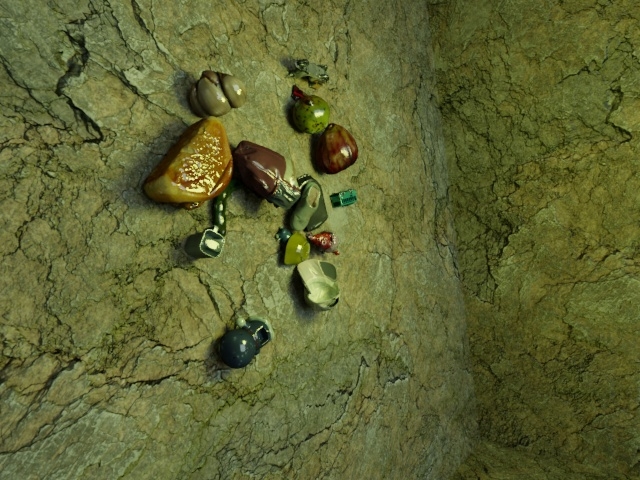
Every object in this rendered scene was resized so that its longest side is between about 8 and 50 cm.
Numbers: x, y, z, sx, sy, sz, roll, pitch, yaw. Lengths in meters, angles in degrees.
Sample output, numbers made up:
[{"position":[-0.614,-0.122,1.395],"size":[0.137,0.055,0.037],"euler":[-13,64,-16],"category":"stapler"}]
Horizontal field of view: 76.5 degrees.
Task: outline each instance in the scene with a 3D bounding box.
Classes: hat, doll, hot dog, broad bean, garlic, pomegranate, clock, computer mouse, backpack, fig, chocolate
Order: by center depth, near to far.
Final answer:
[{"position":[-0.467,-0.273,1.550],"size":[0.223,0.185,0.405],"euler":[45,54,-32],"category":"hot dog"},{"position":[-0.418,-0.577,1.636],"size":[0.191,0.214,0.160],"euler":[47,62,-46],"category":"garlic"},{"position":[-0.310,0.412,1.663],"size":[0.243,0.146,0.200],"euler":[-34,114,-53],"category":"clock"},{"position":[-0.388,-0.159,1.723],"size":[0.144,0.049,0.292],"euler":[50,50,-36],"category":"broad bean"},{"position":[-0.249,-0.295,1.772],"size":[0.317,0.197,0.283],"euler":[27,25,-33],"category":"backpack"},{"position":[-0.172,-0.018,1.944],"size":[0.083,0.050,0.076],"euler":[50,55,-33],"category":"doll"},{"position":[-0.021,0.221,2.012],"size":[0.232,0.161,0.275],"euler":[-22,77,-45],"category":"hat"},{"position":[-0.002,0.004,2.049],"size":[0.227,0.128,0.140],"euler":[12,66,-54],"category":"hat"},{"position":[-0.066,-0.192,2.055],"size":[0.168,0.087,0.296],"euler":[-35,123,-27],"category":"computer mouse"},{"position":[-0.035,-0.643,2.088],"size":[0.246,0.198,0.199],"euler":[-9,91,-61],"category":"pomegranate"},{"position":[0.086,-0.479,2.153],"size":[0.223,0.223,0.263],"euler":[9,89,-47],"category":"fig"},{"position":[-0.080,-0.752,2.166],"size":[0.182,0.028,0.086],"euler":[25,63,-41],"category":"chocolate"}]

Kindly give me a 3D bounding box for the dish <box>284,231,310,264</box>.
[{"position":[-0.099,0.044,1.956],"size":[0.149,0.080,0.208],"euler":[78,31,-44],"category":"dish"}]

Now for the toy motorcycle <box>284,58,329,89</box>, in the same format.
[{"position":[-0.060,-0.871,2.114],"size":[0.263,0.157,0.091],"euler":[-1,82,-50],"category":"toy motorcycle"}]

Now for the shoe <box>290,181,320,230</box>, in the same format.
[{"position":[-0.059,-0.156,1.950],"size":[0.103,0.100,0.251],"euler":[19,92,-42],"category":"shoe"}]

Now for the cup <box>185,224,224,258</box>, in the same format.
[{"position":[-0.445,0.003,1.576],"size":[0.095,0.129,0.128],"euler":[33,61,-41],"category":"cup"}]

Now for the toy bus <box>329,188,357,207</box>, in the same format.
[{"position":[0.135,-0.238,2.290],"size":[0.160,0.079,0.092],"euler":[-21,100,-46],"category":"toy bus"}]
